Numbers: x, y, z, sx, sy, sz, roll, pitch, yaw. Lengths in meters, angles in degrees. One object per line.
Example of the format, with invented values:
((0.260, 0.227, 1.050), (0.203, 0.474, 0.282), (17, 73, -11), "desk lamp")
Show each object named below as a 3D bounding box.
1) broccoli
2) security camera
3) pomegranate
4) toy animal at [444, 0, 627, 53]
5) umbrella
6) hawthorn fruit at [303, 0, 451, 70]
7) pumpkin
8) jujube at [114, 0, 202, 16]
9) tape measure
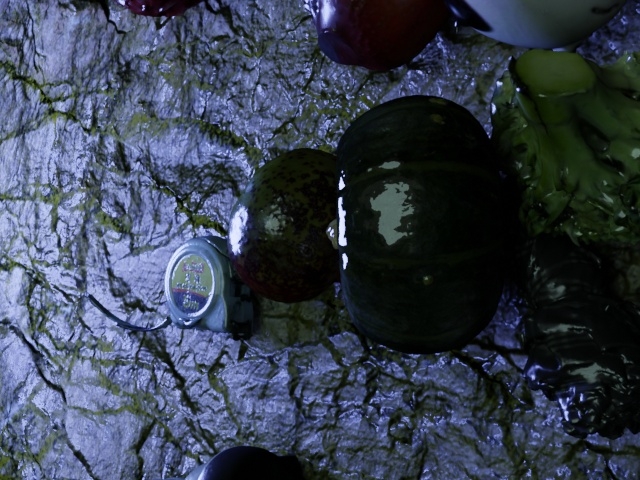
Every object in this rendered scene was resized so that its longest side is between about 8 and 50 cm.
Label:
((0.288, -0.130, 1.138), (0.288, 0.245, 0.248), (9, 63, 31), "broccoli")
((-0.172, 0.401, 1.495), (0.277, 0.191, 0.197), (-20, 72, 39), "security camera")
((0.000, 0.000, 1.421), (0.248, 0.214, 0.214), (35, 109, 4), "pomegranate")
((0.250, -0.370, 1.216), (0.251, 0.251, 0.310), (0, 75, 42), "toy animal")
((0.266, 0.074, 1.210), (0.154, 0.128, 0.337), (-34, 50, 5), "umbrella")
((0.092, -0.353, 1.379), (0.266, 0.210, 0.230), (-34, 57, 18), "hawthorn fruit")
((0.107, -0.020, 1.238), (0.207, 0.300, 0.300), (0, 81, 8), "pumpkin")
((-0.209, -0.524, 1.650), (0.258, 0.258, 0.377), (57, 131, 32), "jujube")
((-0.231, 0.068, 1.668), (0.330, 0.084, 0.164), (5, 85, 41), "tape measure")
